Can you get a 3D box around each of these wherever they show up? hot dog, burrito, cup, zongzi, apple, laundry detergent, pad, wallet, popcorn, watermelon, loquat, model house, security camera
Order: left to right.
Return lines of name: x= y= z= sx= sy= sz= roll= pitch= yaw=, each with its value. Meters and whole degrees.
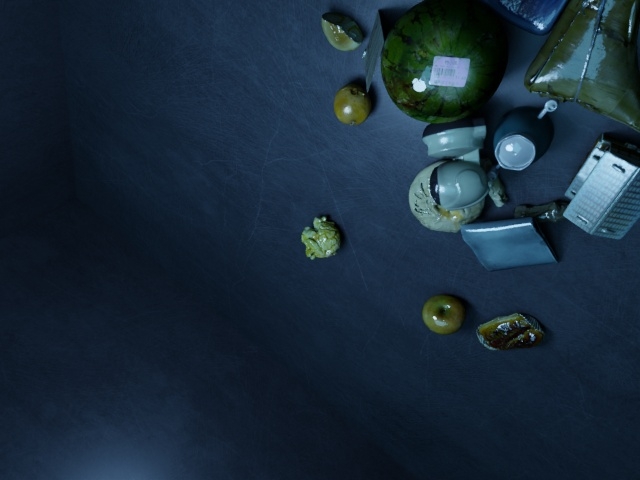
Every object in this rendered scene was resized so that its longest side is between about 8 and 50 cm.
popcorn: x=0.000 y=-0.001 z=1.953 sx=0.187 sy=0.186 sz=0.167 roll=-28 pitch=129 yaw=17
loquat: x=0.115 y=-0.481 z=1.518 sx=0.140 sy=0.141 sz=0.141 roll=20 pitch=133 yaw=23
pad: x=0.160 y=-0.589 z=1.321 sx=0.009 sy=0.265 sz=0.160 roll=11 pitch=135 yaw=-9
watermelon: x=0.337 y=-0.496 z=1.184 sx=0.362 sy=0.363 sz=0.364 roll=20 pitch=133 yaw=23
apple: x=0.527 y=0.318 z=1.828 sx=0.182 sy=0.183 sz=0.155 roll=17 pitch=161 yaw=26
security camera: x=0.430 y=-0.236 z=1.351 sx=0.190 sy=0.197 sz=0.278 roll=-6 pitch=94 yaw=16
burrito: x=0.584 y=-0.202 z=1.450 sx=0.188 sy=0.058 sz=0.045 roll=56 pitch=161 yaw=-15
hot dog: x=0.775 y=0.385 z=1.755 sx=0.163 sy=0.082 sz=0.270 roll=50 pitch=138 yaw=-5
wallet: x=0.663 y=0.021 z=1.496 sx=0.251 sy=0.054 sz=0.290 roll=-9 pitch=140 yaw=43
laundry detergent: x=0.495 y=-0.654 z=1.112 sx=0.289 sy=0.094 sz=0.144 roll=32 pitch=126 yaw=15
cup: x=0.598 y=-0.294 z=1.276 sx=0.167 sy=0.173 sz=0.300 roll=35 pitch=137 yaw=7
model house: x=0.821 y=-0.156 z=1.188 sx=0.198 sy=0.215 sz=0.224 roll=26 pitch=135 yaw=15
zongzi: x=0.743 y=-0.455 z=1.039 sx=0.360 sy=0.160 sz=0.323 roll=35 pitch=137 yaw=14

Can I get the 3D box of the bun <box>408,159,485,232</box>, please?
bun: x=0.443 y=-0.141 z=1.535 sx=0.287 sy=0.146 sz=0.288 roll=22 pitch=136 yaw=23

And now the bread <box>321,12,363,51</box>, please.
bread: x=0.073 y=-0.684 z=1.422 sx=0.157 sy=0.083 sz=0.095 roll=31 pitch=139 yaw=16

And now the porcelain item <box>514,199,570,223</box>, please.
porcelain item: x=0.751 y=-0.092 z=1.389 sx=0.215 sy=0.081 sz=0.069 roll=-12 pitch=130 yaw=42
